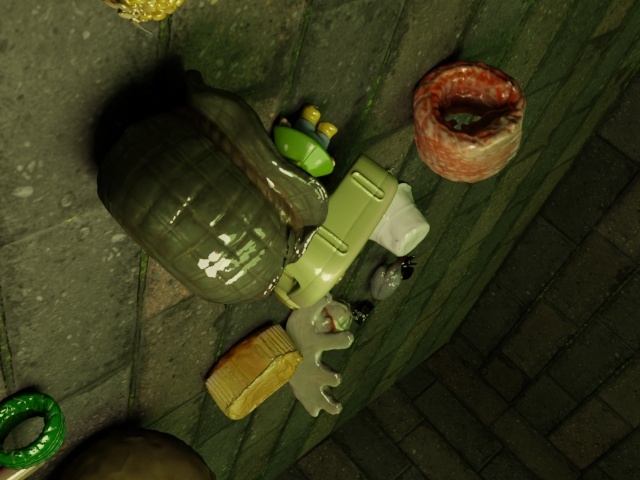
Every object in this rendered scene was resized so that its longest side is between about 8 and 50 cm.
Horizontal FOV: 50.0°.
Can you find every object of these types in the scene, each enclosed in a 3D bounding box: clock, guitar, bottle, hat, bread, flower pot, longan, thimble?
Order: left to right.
[{"bbox_3d":[-0.587,0.445,1.331,0.096,0.045,0.045,-34,156,-33],"label":"bottle"},{"bbox_3d":[-0.506,0.327,1.173,0.130,0.118,0.090,-10,152,-12],"label":"thimble"},{"bbox_3d":[-0.394,0.596,1.481,0.391,0.391,0.391,-37,157,-19],"label":"longan"},{"bbox_3d":[-0.141,-0.056,0.926,0.213,0.302,0.302,-46,159,-5],"label":"flower pot"},{"bbox_3d":[-0.170,0.328,1.750,0.250,0.133,0.179,-42,157,-10],"label":"bread"},{"bbox_3d":[0.000,0.000,1.370,0.286,0.117,0.348,-55,-174,-25],"label":"clock"},{"bbox_3d":[0.128,0.233,2.172,0.084,0.038,0.271,-52,170,2],"label":"guitar"},{"bbox_3d":[0.201,-0.039,1.776,0.203,0.126,0.203,-39,161,-16],"label":"hat"},{"bbox_3d":[0.306,-0.249,1.433,0.239,0.239,0.162,-40,154,-12],"label":"thimble"}]

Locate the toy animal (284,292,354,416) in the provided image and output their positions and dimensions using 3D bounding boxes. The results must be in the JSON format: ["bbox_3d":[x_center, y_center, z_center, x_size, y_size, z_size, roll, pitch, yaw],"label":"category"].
[{"bbox_3d":[0.010,0.306,1.900,0.266,0.308,0.188,-33,-179,16],"label":"toy animal"}]

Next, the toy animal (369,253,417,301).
[{"bbox_3d":[0.210,0.110,2.103,0.195,0.090,0.324,-54,167,5],"label":"toy animal"}]

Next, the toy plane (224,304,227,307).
[{"bbox_3d":[-0.172,0.098,1.478,0.049,0.031,0.121,-9,142,-43],"label":"toy plane"}]

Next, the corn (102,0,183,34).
[{"bbox_3d":[-0.116,-0.351,0.678,0.305,0.106,0.106,-49,158,9],"label":"corn"}]

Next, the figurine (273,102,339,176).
[{"bbox_3d":[-0.064,-0.102,1.166,0.162,0.143,0.263,38,77,-31],"label":"figurine"}]

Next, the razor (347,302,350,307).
[{"bbox_3d":[-0.035,0.269,2.012,0.277,0.056,0.111,-24,149,-29],"label":"razor"}]

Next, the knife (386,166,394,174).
[{"bbox_3d":[0.071,-0.065,1.633,0.296,0.026,0.044,-44,156,3],"label":"knife"}]
